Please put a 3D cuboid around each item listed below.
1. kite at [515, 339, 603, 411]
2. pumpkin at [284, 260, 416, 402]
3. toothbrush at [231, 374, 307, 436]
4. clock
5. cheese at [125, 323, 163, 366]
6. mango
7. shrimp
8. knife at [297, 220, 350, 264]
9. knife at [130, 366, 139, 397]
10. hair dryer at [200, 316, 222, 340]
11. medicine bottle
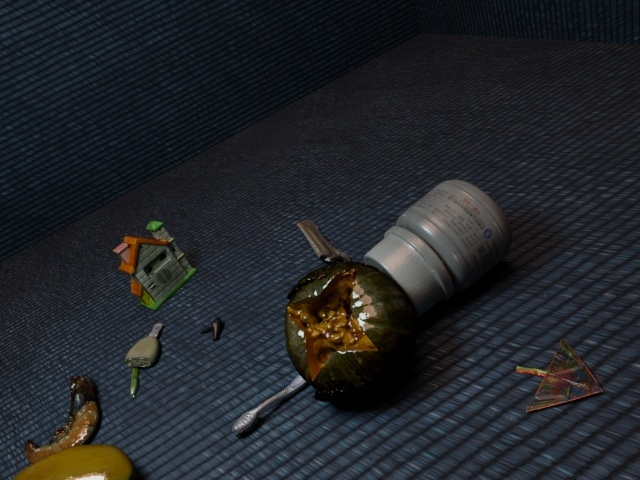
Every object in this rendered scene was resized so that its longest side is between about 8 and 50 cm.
[{"bbox_3d":[0.462,0.269,0.914,0.159,0.010,0.190,12,46,46],"label":"kite"},{"bbox_3d":[0.063,0.198,1.058,0.320,0.192,0.320,-14,65,32],"label":"pumpkin"},{"bbox_3d":[-0.040,0.335,1.145,0.413,0.042,0.035,-35,49,-16],"label":"toothbrush"},{"bbox_3d":[-0.612,0.082,1.699,0.106,0.255,0.220,9,46,43],"label":"clock"},{"bbox_3d":[-0.546,0.327,1.498,0.097,0.037,0.192,-2,28,4],"label":"cheese"},{"bbox_3d":[-0.567,0.572,1.051,0.317,0.173,0.211,-22,32,-7],"label":"mango"},{"bbox_3d":[-0.744,0.516,1.355,0.222,0.054,0.290,-30,36,-7],"label":"shrimp"},{"bbox_3d":[-0.001,0.006,1.589,0.089,0.043,0.365,1,22,-21],"label":"knife"},{"bbox_3d":[-0.562,0.403,1.423,0.026,0.022,0.184,-52,30,14],"label":"knife"},{"bbox_3d":[-0.340,0.283,1.447,0.083,0.031,0.079,-28,38,23],"label":"hair dryer"},{"bbox_3d":[0.286,0.023,1.170,0.306,0.245,0.245,-38,34,-9],"label":"medicine bottle"}]
